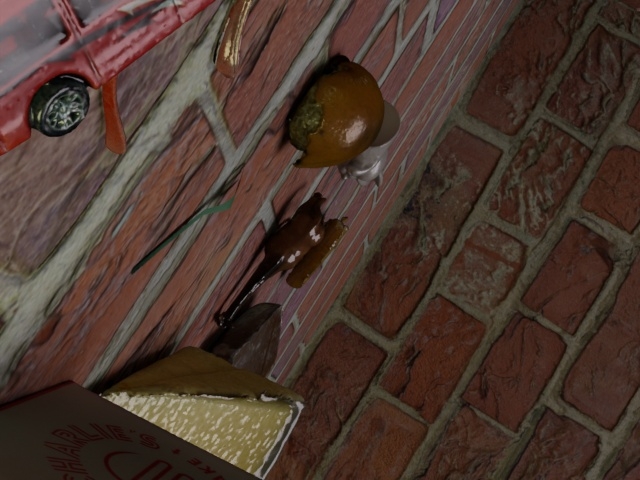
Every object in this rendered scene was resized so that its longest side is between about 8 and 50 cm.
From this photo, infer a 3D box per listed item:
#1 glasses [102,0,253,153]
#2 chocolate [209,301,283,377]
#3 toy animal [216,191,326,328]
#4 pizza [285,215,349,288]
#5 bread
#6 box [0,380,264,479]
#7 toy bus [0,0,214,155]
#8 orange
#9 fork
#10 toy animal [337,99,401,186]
[{"bbox_3d":[-0.080,-0.201,0.652,0.268,0.118,0.234,-39,-171,41],"label":"glasses"},{"bbox_3d":[-0.149,0.203,1.590,0.254,0.080,0.156,-49,152,-61],"label":"chocolate"},{"bbox_3d":[-0.077,0.033,1.482,0.224,0.066,0.229,-42,-168,31],"label":"toy animal"},{"bbox_3d":[0.000,0.000,1.842,0.188,0.062,0.199,-49,-177,21],"label":"pizza"},{"bbox_3d":[-0.218,0.321,1.121,0.345,0.242,0.405,-61,176,1],"label":"bread"},{"bbox_3d":[-0.209,0.339,0.790,0.314,0.312,0.300,-2,117,-81],"label":"box"},{"bbox_3d":[-0.110,-0.133,0.430,0.195,0.081,0.089,-42,155,-18],"label":"toy bus"},{"bbox_3d":[0.027,-0.167,1.221,0.160,0.112,0.169,63,47,-80],"label":"orange"},{"bbox_3d":[-0.138,-0.020,1.020,0.235,0.021,0.039,-51,166,-49],"label":"fork"},{"bbox_3d":[0.059,-0.136,1.512,0.130,0.104,0.220,-57,172,-23],"label":"toy animal"}]
